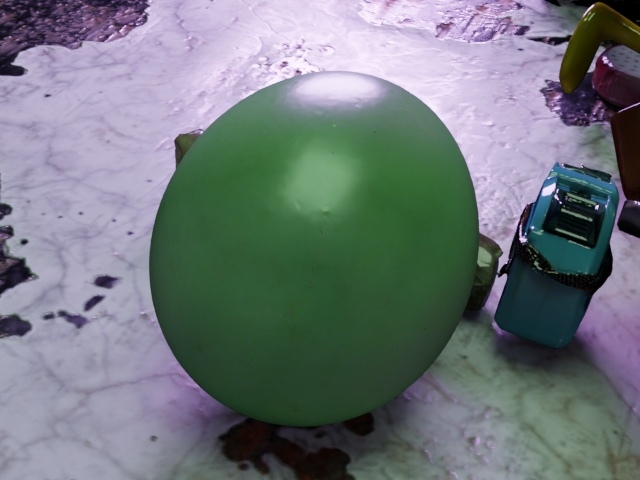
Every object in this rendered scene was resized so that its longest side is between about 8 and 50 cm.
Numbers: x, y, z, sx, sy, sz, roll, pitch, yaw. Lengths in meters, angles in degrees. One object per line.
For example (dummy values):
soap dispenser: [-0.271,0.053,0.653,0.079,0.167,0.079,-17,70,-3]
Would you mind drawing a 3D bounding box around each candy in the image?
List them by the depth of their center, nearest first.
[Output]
candy: [0.349,-0.178,1.210,0.103,0.043,0.103,2,35,-2]

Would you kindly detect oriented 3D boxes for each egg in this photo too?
egg: [0.000,0.000,0.769,0.221,0.220,0.269,17,52,18]

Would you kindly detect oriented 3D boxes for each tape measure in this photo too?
tape measure: [0.181,0.016,0.847,0.081,0.125,0.146,21,23,9]

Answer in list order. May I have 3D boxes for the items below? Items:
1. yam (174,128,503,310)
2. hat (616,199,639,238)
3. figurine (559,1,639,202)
yam: [0.006,-0.023,0.939,0.317,0.071,0.067,22,32,22]
hat: [0.421,0.021,0.769,0.382,0.257,0.366,28,23,-32]
figurine: [0.380,-0.135,1.019,0.338,0.204,0.283,23,51,18]
